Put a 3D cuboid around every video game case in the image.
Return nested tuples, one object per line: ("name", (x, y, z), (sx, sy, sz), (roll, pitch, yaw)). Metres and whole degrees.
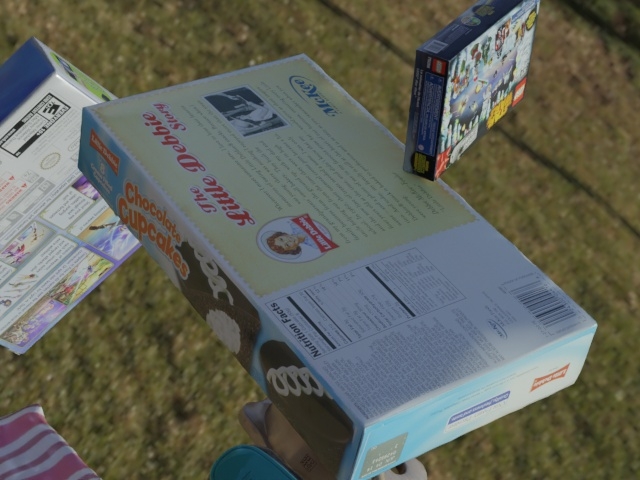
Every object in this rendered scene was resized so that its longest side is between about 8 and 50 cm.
("video game case", (-0.276, -0.030, 1.234), (0.061, 0.269, 0.244), (54, 10, 35))

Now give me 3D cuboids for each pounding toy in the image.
("pounding toy", (0.045, 0.217, 1.429), (0.154, 0.155, 0.269), (13, 31, -46))

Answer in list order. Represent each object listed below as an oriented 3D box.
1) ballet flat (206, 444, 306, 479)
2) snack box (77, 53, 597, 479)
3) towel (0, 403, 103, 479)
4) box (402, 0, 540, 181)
("ballet flat", (0.015, 0.333, 1.295), (0.116, 0.124, 0.342), (-41, 53, -22))
("snack box", (0.000, 0.000, 0.857), (0.187, 0.060, 0.322), (-18, 49, -32))
("towel", (-0.192, 0.161, 0.761), (0.144, 0.029, 0.197), (-18, 31, -29))
("box", (0.104, -0.112, 0.895), (0.027, 0.094, 0.137), (24, 42, 24))
